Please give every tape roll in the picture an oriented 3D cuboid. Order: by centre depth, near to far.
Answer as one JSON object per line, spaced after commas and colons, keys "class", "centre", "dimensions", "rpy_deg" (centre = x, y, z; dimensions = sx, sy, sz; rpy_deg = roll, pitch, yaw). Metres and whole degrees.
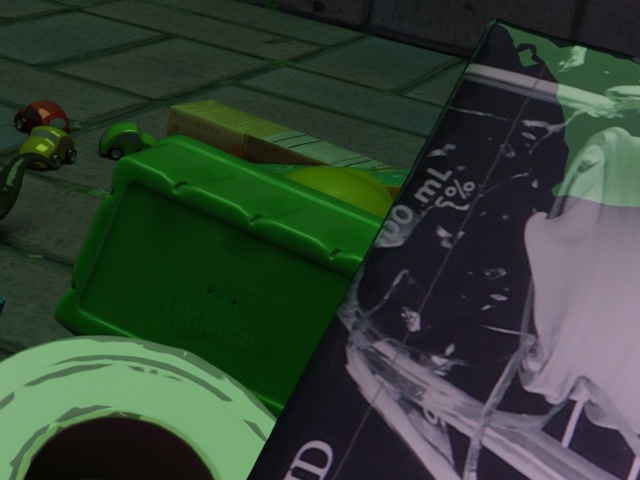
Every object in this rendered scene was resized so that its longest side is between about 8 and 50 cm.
{"class": "tape roll", "centre": [-0.150, 0.209, 0.988], "dimensions": [0.286, 0.100, 0.286], "rpy_deg": [11, 50, -13]}

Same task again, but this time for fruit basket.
{"class": "fruit basket", "centre": [-0.035, 0.048, 1.400], "dimensions": [0.392, 0.283, 0.392], "rpy_deg": [23, 1, -1]}

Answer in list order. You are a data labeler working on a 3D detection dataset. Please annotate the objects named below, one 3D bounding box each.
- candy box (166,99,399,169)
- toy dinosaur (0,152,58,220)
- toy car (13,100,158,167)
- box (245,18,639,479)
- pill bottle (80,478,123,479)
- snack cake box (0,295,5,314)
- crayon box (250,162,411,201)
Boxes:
{"class": "candy box", "centre": [-0.062, -0.048, 1.786], "dimensions": [0.316, 0.183, 0.087], "rpy_deg": [22, 24, 30]}
{"class": "toy dinosaur", "centre": [-0.467, -0.045, 1.730], "dimensions": [0.313, 0.121, 0.160], "rpy_deg": [0, 34, -38]}
{"class": "toy car", "centre": [-0.353, -0.163, 2.146], "dimensions": [0.225, 0.053, 0.239], "rpy_deg": [5, 21, -15]}
{"class": "box", "centre": [0.230, 0.191, 0.785], "dimensions": [0.472, 0.480, 0.297], "rpy_deg": [18, -23, 25]}
{"class": "pill bottle", "centre": [-0.144, 0.223, 1.123], "dimensions": [0.180, 0.108, 0.108], "rpy_deg": [-4, 24, -33]}
{"class": "snack cake box", "centre": [-0.463, 0.058, 1.358], "dimensions": [0.264, 0.089, 0.152], "rpy_deg": [26, 20, 3]}
{"class": "crayon box", "centre": [0.000, 0.000, 1.638], "dimensions": [0.278, 0.165, 0.081], "rpy_deg": [3, 17, 17]}
